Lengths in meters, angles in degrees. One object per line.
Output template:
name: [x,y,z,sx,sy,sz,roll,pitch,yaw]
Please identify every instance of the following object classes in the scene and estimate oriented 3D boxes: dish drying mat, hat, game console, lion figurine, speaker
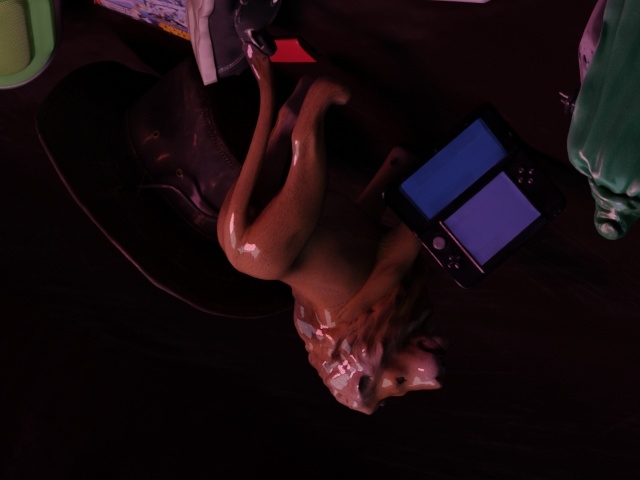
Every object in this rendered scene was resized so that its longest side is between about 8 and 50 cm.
dish drying mat: [-0.036,-0.173,1.538,0.032,0.008,0.083,38,162,-34]
hat: [-0.106,-0.088,1.632,0.331,0.331,0.134,30,123,-12]
game console: [0.134,-0.036,1.461,0.107,0.122,0.071,50,-175,12]
lion figurine: [0.000,0.000,1.524,0.142,0.240,0.392,31,178,45]
speaker: [-0.302,-0.235,1.557,0.131,0.131,0.296,27,165,0]

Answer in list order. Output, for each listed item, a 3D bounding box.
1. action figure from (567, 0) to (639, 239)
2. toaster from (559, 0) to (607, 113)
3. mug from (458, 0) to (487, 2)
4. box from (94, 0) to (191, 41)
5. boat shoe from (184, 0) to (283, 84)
action figure: [0.203,-0.105,0.961,0.137,0.232,0.063,25,-160,14]
toaster: [0.253,-0.099,1.073,0.227,0.129,0.146,22,161,24]
mug: [0.098,-0.196,1.171,0.064,0.078,0.062,14,129,14]
box: [-0.151,-0.222,1.529,0.137,0.027,0.094,23,163,15]
boat shoe: [-0.071,-0.210,1.388,0.079,0.084,0.233,-11,157,-6]
